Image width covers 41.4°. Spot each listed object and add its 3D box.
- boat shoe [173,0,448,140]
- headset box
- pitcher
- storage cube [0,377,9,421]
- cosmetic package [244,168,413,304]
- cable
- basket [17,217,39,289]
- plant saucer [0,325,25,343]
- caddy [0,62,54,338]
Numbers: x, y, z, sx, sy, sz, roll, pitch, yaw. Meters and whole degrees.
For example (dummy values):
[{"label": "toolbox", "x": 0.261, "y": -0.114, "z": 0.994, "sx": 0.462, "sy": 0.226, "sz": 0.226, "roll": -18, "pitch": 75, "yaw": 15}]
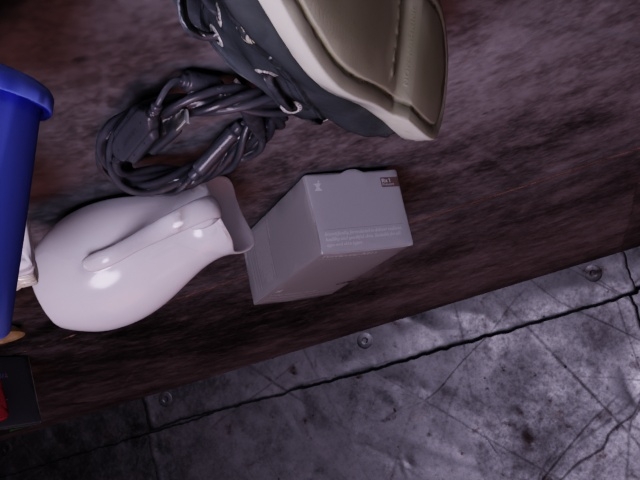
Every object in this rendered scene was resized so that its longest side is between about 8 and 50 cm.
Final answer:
[{"label": "boat shoe", "x": -0.019, "y": -0.133, "z": 0.443, "sx": 0.113, "sy": 0.127, "sz": 0.340, "roll": 5, "pitch": 177, "yaw": 21}, {"label": "headset box", "x": -0.664, "y": 0.294, "z": 1.458, "sx": 0.282, "sy": 0.131, "sz": 0.246, "roll": -20, "pitch": 167, "yaw": 19}, {"label": "pitcher", "x": -0.179, "y": 0.009, "z": 0.822, "sx": 0.207, "sy": 0.126, "sz": 0.178, "roll": -23, "pitch": 175, "yaw": 3}, {"label": "storage cube", "x": -0.440, "y": 0.114, "z": 0.791, "sx": 0.183, "sy": 0.215, "sz": 0.193, "roll": -18, "pitch": 173, "yaw": 11}, {"label": "cosmetic package", "x": 0.000, "y": 0.000, "z": 1.050, "sx": 0.127, "sy": 0.107, "sz": 0.238, "roll": -6, "pitch": 168, "yaw": -24}, {"label": "cable", "x": -0.106, "y": -0.087, "z": 0.708, "sx": 0.150, "sy": 0.047, "sz": 0.184, "roll": -12, "pitch": 165, "yaw": -35}, {"label": "basket", "x": -0.307, "y": -0.004, "z": 0.655, "sx": 0.167, "sy": 0.113, "sz": 0.103, "roll": -12, "pitch": 169, "yaw": -12}, {"label": "plant saucer", "x": -0.489, "y": 0.142, "z": 1.277, "sx": 0.083, "sy": 0.015, "sz": 0.083, "roll": -14, "pitch": 166, "yaw": -3}, {"label": "caddy", "x": -0.285, "y": -0.049, "z": 0.368, "sx": 0.241, "sy": 0.179, "sz": 0.341, "roll": 5, "pitch": 180, "yaw": 33}]
